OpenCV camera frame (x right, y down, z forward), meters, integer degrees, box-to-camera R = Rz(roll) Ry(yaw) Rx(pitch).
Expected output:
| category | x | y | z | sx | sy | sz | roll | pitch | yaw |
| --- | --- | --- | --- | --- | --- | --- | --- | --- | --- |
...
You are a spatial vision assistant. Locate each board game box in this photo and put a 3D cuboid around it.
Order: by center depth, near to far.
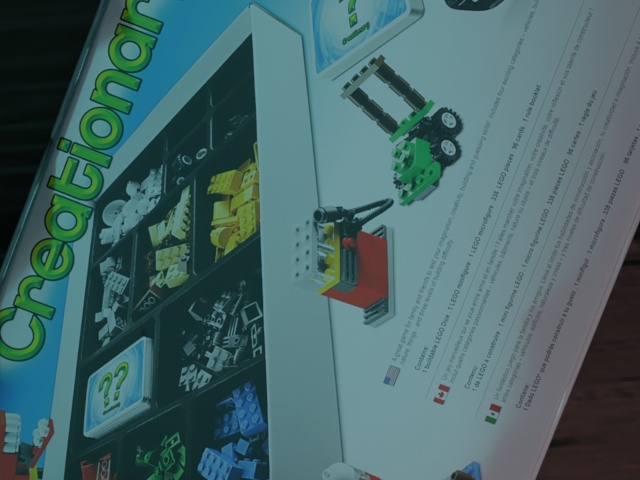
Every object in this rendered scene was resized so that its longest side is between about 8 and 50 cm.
| category | x | y | z | sx | sy | sz | roll | pitch | yaw |
| --- | --- | --- | --- | --- | --- | --- | --- | --- | --- |
| board game box | 0.000 | 0.000 | 0.456 | 0.193 | 0.053 | 0.305 | 21 | 94 | -4 |
